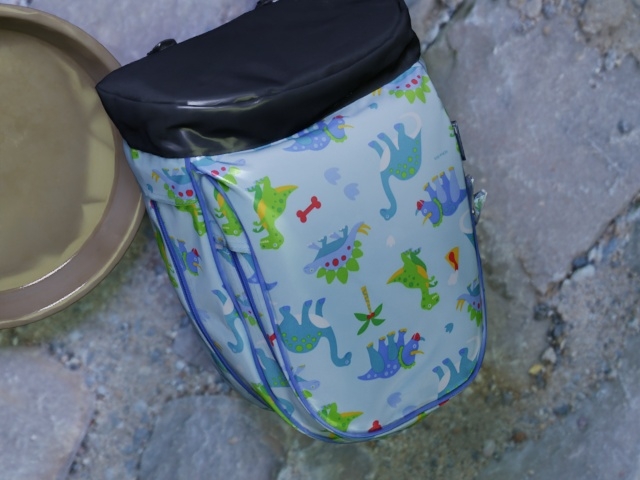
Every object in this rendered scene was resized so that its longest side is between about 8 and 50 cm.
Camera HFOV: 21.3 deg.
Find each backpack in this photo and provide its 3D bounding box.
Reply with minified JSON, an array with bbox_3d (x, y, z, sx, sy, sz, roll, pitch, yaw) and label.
[{"bbox_3d":[0.000,0.000,1.449,0.290,0.273,0.355,-25,128,-30],"label":"backpack"}]

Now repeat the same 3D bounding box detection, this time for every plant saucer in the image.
[{"bbox_3d":[-0.276,-0.061,1.415,0.278,0.041,0.277,-7,109,-20],"label":"plant saucer"}]
